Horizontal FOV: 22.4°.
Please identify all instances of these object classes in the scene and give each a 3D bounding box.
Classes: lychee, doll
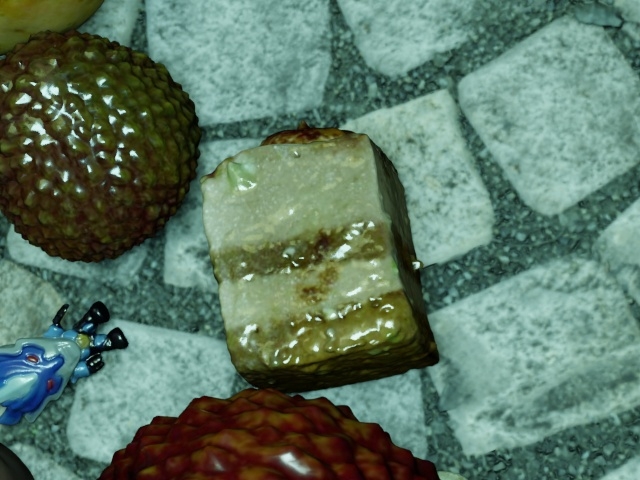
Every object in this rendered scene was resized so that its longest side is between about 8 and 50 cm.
[{"bbox_3d":[-0.244,-0.103,1.696,0.236,0.271,0.236,-11,48,13],"label":"lychee"},{"bbox_3d":[-0.305,0.138,1.748,0.195,0.070,0.096,-31,103,1],"label":"doll"},{"bbox_3d":[-0.068,0.336,1.453,0.500,0.424,0.424,21,82,-7],"label":"lychee"}]

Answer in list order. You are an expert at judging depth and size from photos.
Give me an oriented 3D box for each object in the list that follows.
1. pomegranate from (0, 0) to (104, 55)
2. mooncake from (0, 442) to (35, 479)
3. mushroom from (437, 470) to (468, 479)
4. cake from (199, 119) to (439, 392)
[{"bbox_3d":[-0.361,-0.384,1.733,0.410,0.410,0.410,-3,77,13],"label":"pomegranate"},{"bbox_3d":[-0.434,0.363,1.671,0.326,0.174,0.334,-24,72,5],"label":"mooncake"},{"bbox_3d":[0.122,0.272,1.613,0.083,0.067,0.083,-1,84,11],"label":"mushroom"},{"bbox_3d":[0.000,0.000,1.642,0.196,0.199,0.293,-12,73,13],"label":"cake"}]
